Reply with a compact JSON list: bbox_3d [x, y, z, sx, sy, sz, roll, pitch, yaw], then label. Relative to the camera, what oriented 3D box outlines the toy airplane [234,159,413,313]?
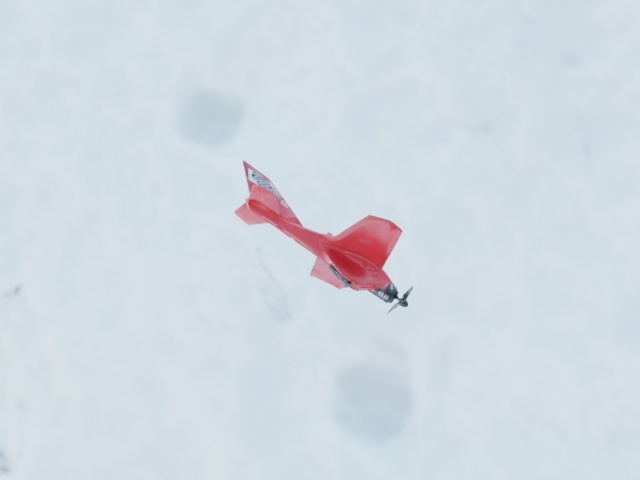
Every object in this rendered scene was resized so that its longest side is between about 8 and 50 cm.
[{"bbox_3d":[0.000,0.000,1.175,0.151,0.151,0.028,19,61,35],"label":"toy airplane"}]
